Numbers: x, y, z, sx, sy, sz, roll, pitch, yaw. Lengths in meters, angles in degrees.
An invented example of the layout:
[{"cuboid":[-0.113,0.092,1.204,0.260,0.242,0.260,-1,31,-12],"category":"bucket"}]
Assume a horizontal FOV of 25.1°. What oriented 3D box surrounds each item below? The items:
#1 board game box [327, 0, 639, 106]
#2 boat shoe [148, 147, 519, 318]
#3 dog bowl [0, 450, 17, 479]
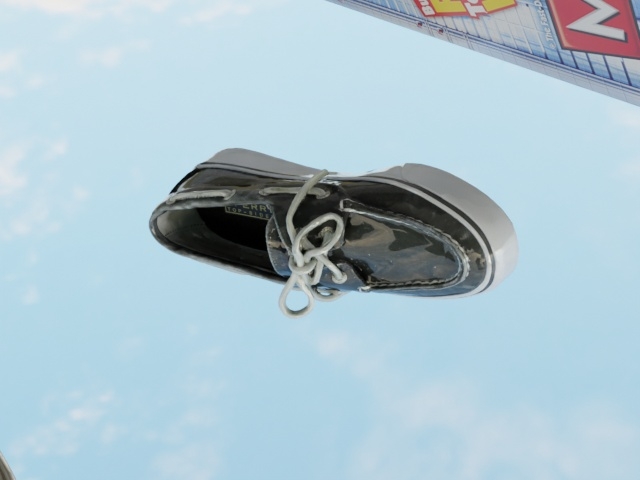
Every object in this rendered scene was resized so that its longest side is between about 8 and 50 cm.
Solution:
[{"cuboid":[0.066,-0.104,0.325,0.194,0.194,0.060,13,-127,40],"category":"board game box"},{"cuboid":[-0.001,-0.004,1.101,0.306,0.113,0.105,17,-142,32],"category":"boat shoe"},{"cuboid":[-0.306,0.156,0.668,0.349,0.348,0.102,-10,-158,-12],"category":"dog bowl"}]
